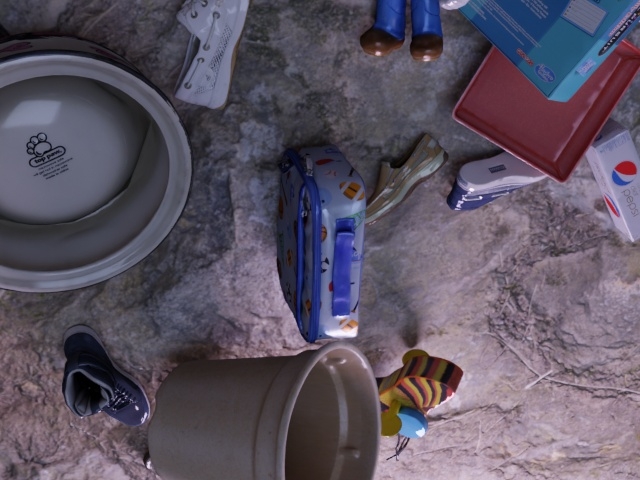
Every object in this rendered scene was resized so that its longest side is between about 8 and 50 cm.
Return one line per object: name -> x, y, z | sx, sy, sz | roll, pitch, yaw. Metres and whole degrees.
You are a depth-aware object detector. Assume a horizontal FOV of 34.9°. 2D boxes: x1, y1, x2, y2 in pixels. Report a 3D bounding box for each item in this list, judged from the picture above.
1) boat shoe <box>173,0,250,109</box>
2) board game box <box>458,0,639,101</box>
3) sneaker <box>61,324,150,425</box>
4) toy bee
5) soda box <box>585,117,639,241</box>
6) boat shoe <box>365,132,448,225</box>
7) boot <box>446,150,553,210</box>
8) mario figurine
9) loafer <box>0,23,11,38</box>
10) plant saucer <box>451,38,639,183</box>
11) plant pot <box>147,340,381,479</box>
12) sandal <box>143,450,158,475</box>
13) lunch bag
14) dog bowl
boat shoe -> -0.167, -0.330, 1.524 | 0.096, 0.098, 0.277 | 6, 115, -17
board game box -> 0.376, -0.413, 1.496 | 0.336, 0.253, 0.079 | -50, 156, 26
sneaker -> -0.363, 0.270, 1.729 | 0.086, 0.163, 0.226 | -32, 119, 1
toy bee -> 0.130, 0.296, 1.862 | 0.162, 0.195, 0.298 | 29, 118, 1
soda box -> 0.536, -0.107, 1.812 | 0.069, 0.074, 0.216 | -30, 118, 2
boat shoe -> 0.125, -0.107, 1.727 | 0.190, 0.068, 0.072 | -43, 105, -2
boot -> 0.309, -0.104, 1.774 | 0.190, 0.069, 0.086 | -9, 149, -22
mario figurine -> 0.111, -0.425, 1.507 | 0.198, 0.170, 0.320 | -7, 118, -8
loafer -> -0.542, -0.308, 1.445 | 0.109, 0.095, 0.302 | -41, 117, 7
plant saucer -> 0.376, -0.263, 1.703 | 0.259, 0.047, 0.259 | 27, 100, -22
plant pot -> -0.107, 0.325, 1.705 | 0.306, 0.334, 0.333 | 1, 122, 29
sandal -> -0.229, 0.445, 1.901 | 0.090, 0.060, 0.219 | -45, 117, 10
lunch bag -> 0.000, 0.000, 1.640 | 0.115, 0.243, 0.303 | -5, 117, -11
dog bowl -> -0.400, -0.124, 1.497 | 0.408, 0.150, 0.407 | -11, 130, -14
